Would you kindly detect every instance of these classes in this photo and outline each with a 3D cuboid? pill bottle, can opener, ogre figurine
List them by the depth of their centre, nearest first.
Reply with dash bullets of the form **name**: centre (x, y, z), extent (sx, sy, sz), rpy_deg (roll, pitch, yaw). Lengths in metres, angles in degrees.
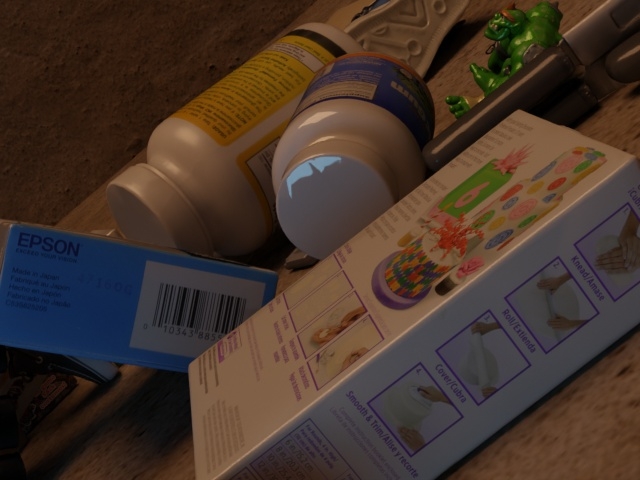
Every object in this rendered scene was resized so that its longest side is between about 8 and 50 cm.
- **can opener**: centre (0.219, -0.138, 1.053), extent (0.280, 0.074, 0.093), rpy_deg (-36, 16, 9)
- **pill bottle**: centre (0.035, -0.085, 1.183), extent (0.152, 0.152, 0.272), rpy_deg (-33, 17, 22)
- **ogre figurine**: centre (0.201, -0.180, 1.201), extent (0.118, 0.097, 0.197), rpy_deg (-50, -10, 36)
- **pill bottle**: centre (-0.083, -0.103, 1.391), extent (0.334, 0.188, 0.188), rpy_deg (-39, 14, -25)

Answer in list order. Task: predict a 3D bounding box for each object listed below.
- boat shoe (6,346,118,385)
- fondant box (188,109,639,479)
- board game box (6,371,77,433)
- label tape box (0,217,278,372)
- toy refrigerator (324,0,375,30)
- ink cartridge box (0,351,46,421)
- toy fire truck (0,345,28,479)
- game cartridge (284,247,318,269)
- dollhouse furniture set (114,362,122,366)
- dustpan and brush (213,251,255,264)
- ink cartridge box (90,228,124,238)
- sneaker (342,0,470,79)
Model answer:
- **boat shoe**: centre (-0.352, 0.126, 1.369), extent (0.076, 0.228, 0.080), rpy_deg (-62, 22, -7)
- **fondant box**: centre (0.065, 0.057, 0.799), extent (0.330, 0.096, 0.238), rpy_deg (-39, 15, 2)
- **board game box**: centre (-0.496, 0.131, 1.523), extent (0.141, 0.291, 0.232), rpy_deg (-46, 17, -27)
- **label tape box**: centre (-0.216, 0.049, 1.178), extent (0.347, 0.249, 0.115), rpy_deg (-166, 87, -70)
- **toy refrigerator**: centre (0.084, -0.351, 1.981), extent (0.102, 0.094, 0.269), rpy_deg (-50, 17, -16)
- **ink cartridge box**: centre (-0.453, 0.151, 1.392), extent (0.066, 0.232, 0.189), rpy_deg (9, 62, 41)
- **toy fire truck**: centre (-0.393, 0.194, 1.288), extent (0.158, 0.217, 0.246), rpy_deg (-9, -2, -24)
- **game cartridge**: centre (0.000, 0.000, 1.278), extent (0.083, 0.017, 0.056), rpy_deg (-47, 13, -28)
- **dollhouse furniture set**: centre (-0.269, 0.113, 1.494), extent (0.076, 0.058, 0.152), rpy_deg (-38, 15, 1)
- **dustpan and brush**: centre (-0.118, 0.004, 1.490), extent (0.147, 0.060, 0.211), rpy_deg (3, 48, 50)
- **ink cartridge box**: centre (-0.483, 0.100, 2.030), extent (0.296, 0.066, 0.261), rpy_deg (-44, 17, -21)
- **sneaker**: centre (0.081, -0.270, 1.717), extent (0.323, 0.130, 0.236), rpy_deg (-49, 7, -18)
